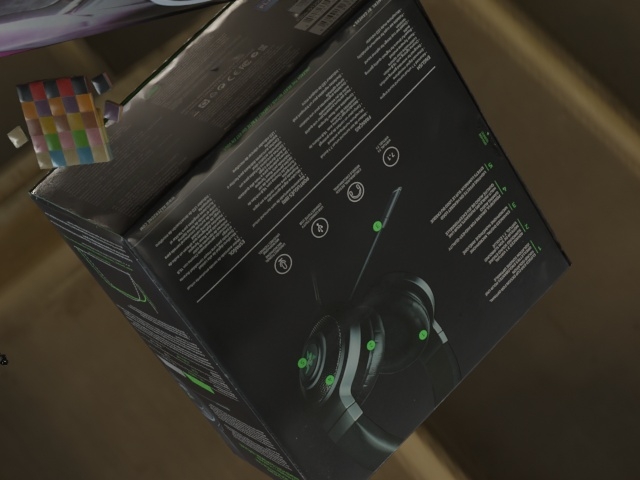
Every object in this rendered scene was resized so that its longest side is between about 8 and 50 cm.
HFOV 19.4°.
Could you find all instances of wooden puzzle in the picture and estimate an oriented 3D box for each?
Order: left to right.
[{"bbox_3d":[-0.139,-0.065,1.022,0.083,0.049,0.006,-4,-161,33],"label":"wooden puzzle"}]

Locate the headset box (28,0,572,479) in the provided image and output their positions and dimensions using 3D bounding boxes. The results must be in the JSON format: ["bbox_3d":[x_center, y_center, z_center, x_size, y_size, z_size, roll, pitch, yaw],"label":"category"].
[{"bbox_3d":[0.000,0.000,1.220,0.246,0.283,0.131,-46,-146,-15],"label":"headset box"}]

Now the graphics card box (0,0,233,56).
[{"bbox_3d":[-0.157,-0.098,0.376,0.371,0.233,0.094,-17,-105,-20],"label":"graphics card box"}]

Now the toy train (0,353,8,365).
[{"bbox_3d":[-0.318,0.087,1.449,0.036,0.158,0.027,-62,-145,22],"label":"toy train"}]
